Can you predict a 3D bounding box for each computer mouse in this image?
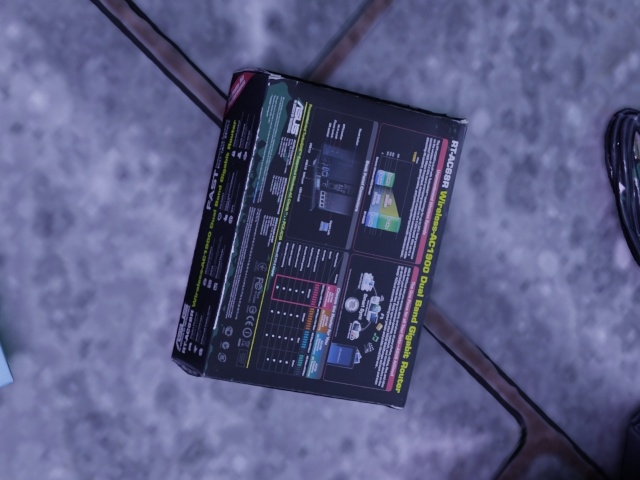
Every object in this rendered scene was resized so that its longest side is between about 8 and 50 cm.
[{"bbox_3d":[0.149,0.061,0.771,0.071,0.041,0.242,-8,94,-36],"label":"computer mouse"}]

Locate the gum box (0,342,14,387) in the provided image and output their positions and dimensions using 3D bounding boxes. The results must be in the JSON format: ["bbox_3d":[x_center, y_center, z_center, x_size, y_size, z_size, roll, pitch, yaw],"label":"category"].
[{"bbox_3d":[-0.209,-0.007,0.579,0.157,0.041,0.184,-23,106,-21],"label":"gum box"}]

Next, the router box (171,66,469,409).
[{"bbox_3d":[0.000,0.000,0.684,0.092,0.038,0.122,12,92,-26],"label":"router box"}]
